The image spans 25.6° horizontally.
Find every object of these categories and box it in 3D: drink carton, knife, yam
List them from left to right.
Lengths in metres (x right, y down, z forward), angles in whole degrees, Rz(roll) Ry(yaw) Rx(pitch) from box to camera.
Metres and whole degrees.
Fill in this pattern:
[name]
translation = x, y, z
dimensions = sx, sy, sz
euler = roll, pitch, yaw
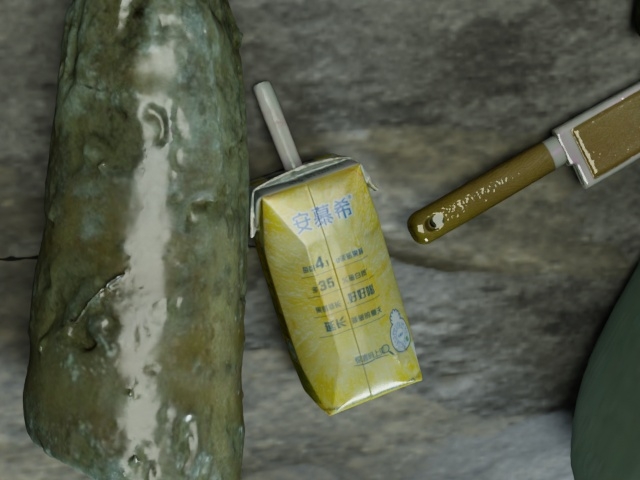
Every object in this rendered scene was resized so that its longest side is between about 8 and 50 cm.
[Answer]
[yam]
translation = -0.101, -0.008, 0.806
dimensions = 0.133, 0.133, 0.330
euler = 2, 96, -14
[drink carton]
translation = 0.000, 0.000, 0.862
dimensions = 0.084, 0.074, 0.200
euler = -20, 105, -9
[knife]
translation = 0.169, -0.058, 0.917
dimensions = 0.256, 0.022, 0.046
euler = -29, 96, -11

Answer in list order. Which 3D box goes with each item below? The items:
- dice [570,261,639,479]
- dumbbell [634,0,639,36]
[dice]
translation = 0.333, 0.113, 0.856
dimensions = 0.262, 0.264, 0.268
euler = 31, 91, -13
[dumbbell]
translation = 0.262, -0.140, 0.909
dimensions = 0.118, 0.052, 0.046
euler = 13, 57, -15
